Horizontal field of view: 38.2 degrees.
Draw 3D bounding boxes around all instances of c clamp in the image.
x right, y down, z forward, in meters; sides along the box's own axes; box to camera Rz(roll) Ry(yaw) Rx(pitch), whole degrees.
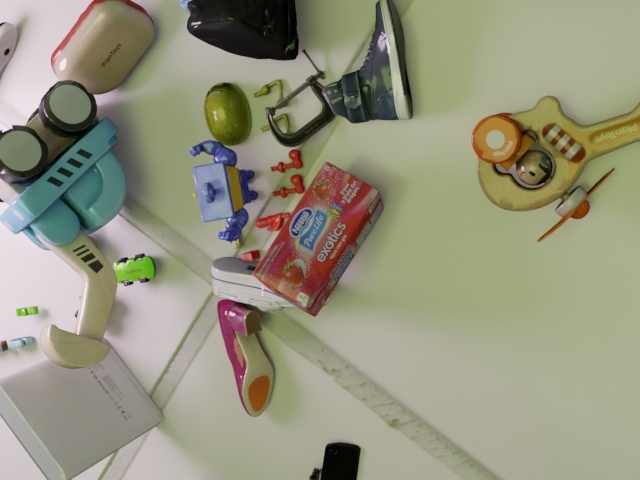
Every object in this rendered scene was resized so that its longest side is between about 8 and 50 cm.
[{"bbox_3d":[-0.043,-0.264,1.777,0.161,0.022,0.137,-44,97,-7],"label":"c clamp"}]

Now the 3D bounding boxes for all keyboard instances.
[{"bbox_3d":[0.021,0.499,1.892,0.100,0.038,0.192,8,100,-4],"label":"keyboard"}]

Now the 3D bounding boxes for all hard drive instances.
[{"bbox_3d":[-0.488,0.337,1.878,0.047,0.353,0.233,-42,82,21],"label":"hard drive"}]

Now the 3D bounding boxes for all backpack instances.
[{"bbox_3d":[-0.163,-0.530,1.679,0.273,0.290,0.355,7,92,20],"label":"backpack"}]

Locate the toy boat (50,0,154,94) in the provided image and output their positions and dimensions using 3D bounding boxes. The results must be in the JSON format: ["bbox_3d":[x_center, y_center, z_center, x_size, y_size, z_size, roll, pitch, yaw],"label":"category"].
[{"bbox_3d":[-0.457,-0.415,1.892,0.231,0.151,0.151,-46,51,19],"label":"toy boat"}]

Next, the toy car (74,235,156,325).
[{"bbox_3d":[-0.443,0.072,1.986,0.225,0.053,0.239,-10,95,21],"label":"toy car"}]

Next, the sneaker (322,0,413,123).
[{"bbox_3d":[0.077,-0.329,1.715,0.163,0.086,0.226,-5,97,18],"label":"sneaker"}]

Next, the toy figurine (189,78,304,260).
[{"bbox_3d":[-0.159,-0.129,1.763,0.191,0.217,0.362,-6,96,21],"label":"toy figurine"}]

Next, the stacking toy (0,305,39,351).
[{"bbox_3d":[-0.720,0.240,2.119,0.221,0.052,0.167,-8,96,20],"label":"stacking toy"}]

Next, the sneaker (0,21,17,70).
[{"bbox_3d":[-0.757,-0.404,2.020,0.121,0.079,0.217,37,110,11],"label":"sneaker"}]

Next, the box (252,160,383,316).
[{"bbox_3d":[0.000,0.000,1.722,0.123,0.128,0.257,31,84,14],"label":"box"}]

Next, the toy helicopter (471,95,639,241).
[{"bbox_3d":[0.446,-0.145,1.580,0.355,0.140,0.235,-19,93,19],"label":"toy helicopter"}]

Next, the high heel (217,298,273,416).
[{"bbox_3d":[-0.166,0.242,1.910,0.117,0.082,0.244,16,121,50],"label":"high heel"}]

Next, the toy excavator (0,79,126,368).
[{"bbox_3d":[-0.500,-0.027,1.856,0.445,0.433,0.222,45,152,-13],"label":"toy excavator"}]

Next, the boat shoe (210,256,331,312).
[{"bbox_3d":[-0.099,0.100,1.851,0.258,0.095,0.084,15,118,21],"label":"boat shoe"}]
